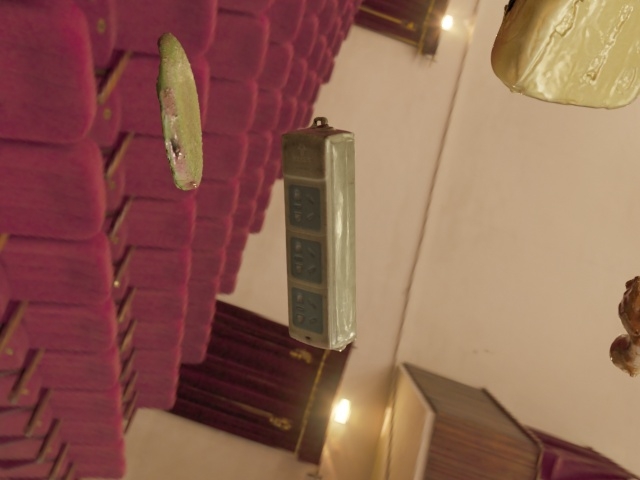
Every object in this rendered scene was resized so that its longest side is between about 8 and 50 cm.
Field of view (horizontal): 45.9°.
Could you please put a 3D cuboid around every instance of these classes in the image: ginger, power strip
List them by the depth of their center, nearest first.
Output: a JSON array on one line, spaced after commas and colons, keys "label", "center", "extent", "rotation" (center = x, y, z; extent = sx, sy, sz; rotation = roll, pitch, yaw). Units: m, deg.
[{"label": "power strip", "center": [0.000, 0.000, 0.848], "extent": [0.052, 0.078, 0.272], "rotation": [-14, 109, -45]}, {"label": "ginger", "center": [0.469, 0.126, 1.113], "extent": [0.214, 0.058, 0.133], "rotation": [78, -1, -71]}]

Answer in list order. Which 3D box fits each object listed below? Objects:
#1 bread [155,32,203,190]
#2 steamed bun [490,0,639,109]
[{"label": "bread", "center": [-0.195, -0.177, 1.068], "extent": [0.228, 0.033, 0.229], "rotation": [173, -90, -88]}, {"label": "steamed bun", "center": [0.403, -0.327, 1.155], "extent": [0.166, 0.272, 0.232], "rotation": [-109, -153, -52]}]
